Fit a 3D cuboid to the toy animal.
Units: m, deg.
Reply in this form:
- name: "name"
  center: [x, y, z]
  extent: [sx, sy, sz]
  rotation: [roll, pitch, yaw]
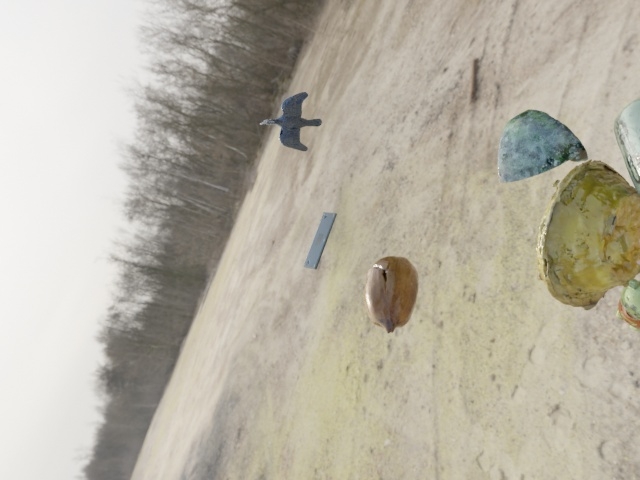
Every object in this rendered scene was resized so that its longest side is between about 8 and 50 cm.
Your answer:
- name: "toy animal"
  center: [-0.118, -0.480, 1.796]
  extent: [0.176, 0.255, 0.239]
  rotation: [-98, 9, -60]

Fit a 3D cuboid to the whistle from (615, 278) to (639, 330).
- name: "whistle"
  center: [0.901, 0.189, 1.228]
  extent: [0.106, 0.288, 0.131]
  rotation: [-42, 55, 3]

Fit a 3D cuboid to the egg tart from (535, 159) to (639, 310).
- name: "egg tart"
  center: [0.567, -0.005, 0.876]
  extent: [0.120, 0.315, 0.315]
  rotation: [18, 88, 61]

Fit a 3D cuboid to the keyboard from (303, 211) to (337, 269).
- name: "keyboard"
  center: [-0.001, 0.000, 1.272]
  extent: [0.055, 0.014, 0.176]
  rotation: [5, 71, 50]

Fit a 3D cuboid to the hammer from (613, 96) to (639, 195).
- name: "hammer"
  center: [0.575, -0.198, 0.683]
  extent: [0.305, 0.113, 0.202]
  rotation: [57, -156, -64]

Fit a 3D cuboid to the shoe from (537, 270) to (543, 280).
- name: "shoe"
  center: [0.799, 0.090, 1.511]
  extent: [0.109, 0.072, 0.069]
  rotation: [-47, 8, -12]

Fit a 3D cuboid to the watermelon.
- name: "watermelon"
  center: [0.792, -0.308, 1.630]
  extent: [0.289, 0.213, 0.320]
  rotation: [-51, 58, 10]

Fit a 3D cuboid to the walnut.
- name: "walnut"
  center: [0.256, 0.197, 1.596]
  extent: [0.336, 0.209, 0.209]
  rotation: [-77, 14, -47]
